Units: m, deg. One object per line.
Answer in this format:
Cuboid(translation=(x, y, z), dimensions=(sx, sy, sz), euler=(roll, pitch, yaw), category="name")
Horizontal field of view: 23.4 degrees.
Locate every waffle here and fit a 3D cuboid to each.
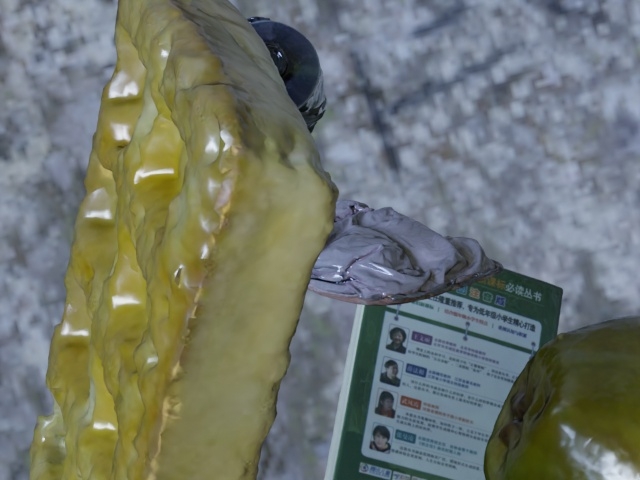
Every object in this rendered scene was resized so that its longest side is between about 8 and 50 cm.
Cuboid(translation=(-0.064, 0.044, 0.621), dimensions=(0.168, 0.057, 0.274), euler=(-121, 42, -58), category="waffle")

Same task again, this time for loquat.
Cuboid(translation=(0.242, 0.167, 1.095), dimensions=(0.213, 0.246, 0.213), euler=(-61, 12, 23), category="loquat")

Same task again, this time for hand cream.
Cuboid(translation=(-0.034, -0.064, 0.873), dimensions=(0.248, 0.075, 0.052), euler=(112, 150, -76), category="hand cream")

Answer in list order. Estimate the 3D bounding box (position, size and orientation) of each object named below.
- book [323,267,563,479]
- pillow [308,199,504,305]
Cuboid(translation=(0.114, 0.140, 1.393), dimensions=(0.027, 0.202, 0.264), euler=(150, 134, -63), category="book")
Cuboid(translation=(0.000, 0.000, 1.126), dimensions=(0.135, 0.248, 0.049), euler=(-18, -68, -45), category="pillow")
